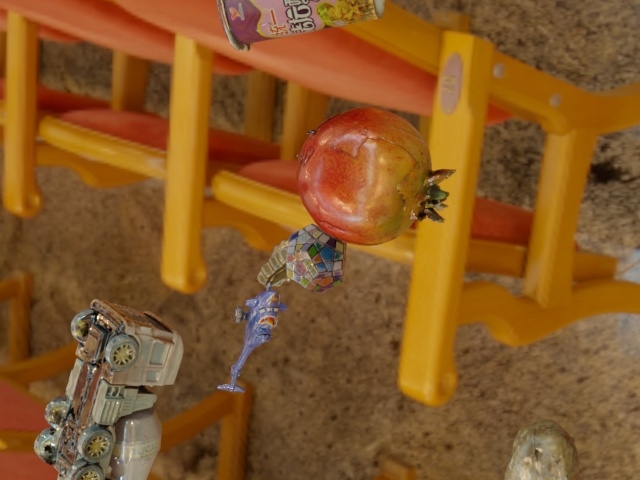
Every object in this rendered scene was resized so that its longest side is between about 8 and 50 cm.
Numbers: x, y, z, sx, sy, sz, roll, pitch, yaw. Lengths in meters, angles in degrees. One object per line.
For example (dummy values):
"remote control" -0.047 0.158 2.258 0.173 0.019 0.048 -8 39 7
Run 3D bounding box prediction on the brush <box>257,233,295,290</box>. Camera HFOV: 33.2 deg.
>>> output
"brush" 0.000 0.000 1.869 0.071 0.084 0.301 42 133 -19

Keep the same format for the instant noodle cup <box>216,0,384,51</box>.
"instant noodle cup" -0.028 -0.505 1.878 0.265 0.340 0.340 -1 94 9

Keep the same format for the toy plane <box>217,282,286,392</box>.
"toy plane" -0.082 0.119 1.280 0.062 0.054 0.167 -102 30 -44

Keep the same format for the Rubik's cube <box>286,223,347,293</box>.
"Rubik's cube" -0.007 0.029 1.709 0.093 0.111 0.111 7 101 5

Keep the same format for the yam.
"yam" 0.320 0.407 1.607 0.133 0.133 0.330 32 134 40

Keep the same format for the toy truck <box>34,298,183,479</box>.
"toy truck" -0.245 0.207 1.302 0.108 0.140 0.257 25 100 48

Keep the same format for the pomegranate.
"pomegranate" 0.079 -0.093 1.590 0.235 0.210 0.210 14 107 9
